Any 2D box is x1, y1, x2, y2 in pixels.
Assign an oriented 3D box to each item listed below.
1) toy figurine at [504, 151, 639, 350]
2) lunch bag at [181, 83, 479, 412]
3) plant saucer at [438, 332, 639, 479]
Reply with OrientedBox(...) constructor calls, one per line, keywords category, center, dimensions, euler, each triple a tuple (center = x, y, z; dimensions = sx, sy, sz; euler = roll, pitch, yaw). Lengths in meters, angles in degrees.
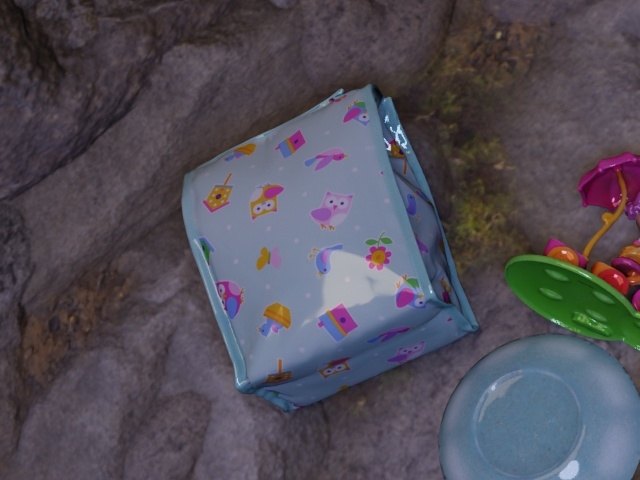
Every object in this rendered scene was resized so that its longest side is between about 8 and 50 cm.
OrientedBox(category="toy figurine", center=(0.275, -0.001, 1.613), dimensions=(0.173, 0.130, 0.159), euler=(26, 69, 12))
OrientedBox(category="lunch bag", center=(0.000, 0.000, 1.714), dimensions=(0.223, 0.160, 0.262), euler=(-26, 63, 15))
OrientedBox(category="plant saucer", center=(0.190, 0.168, 1.609), dimensions=(0.195, 0.037, 0.195), euler=(-11, 62, 21))
